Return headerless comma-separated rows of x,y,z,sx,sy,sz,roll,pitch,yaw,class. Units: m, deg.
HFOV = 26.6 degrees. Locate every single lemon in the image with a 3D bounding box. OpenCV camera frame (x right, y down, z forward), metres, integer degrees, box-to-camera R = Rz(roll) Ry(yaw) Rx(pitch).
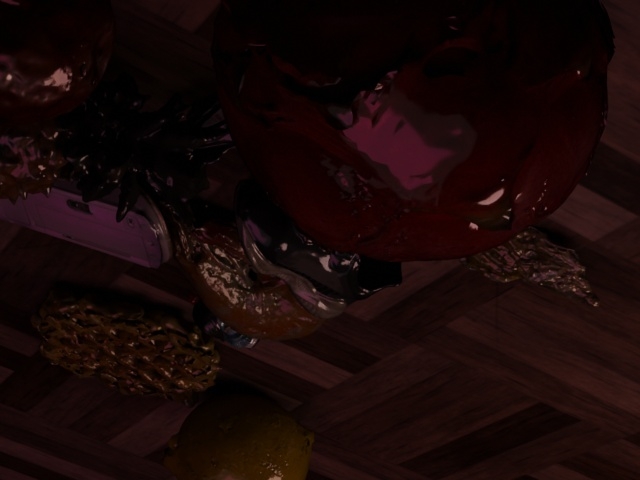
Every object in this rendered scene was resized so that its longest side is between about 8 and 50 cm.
-0.111,0.292,1.828,0.206,0.174,0.173,5,151,-14,lemon

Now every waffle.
-0.251,0.140,1.747,0.254,0.052,0.245,13,151,1,waffle

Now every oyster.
0.210,0.022,1.413,0.146,0.045,0.121,35,156,-32,oyster

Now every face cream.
-0.089,-0.120,1.292,0.083,0.021,0.040,-17,136,40,face cream

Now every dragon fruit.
0.064,-0.125,0.988,0.295,0.296,0.302,4,167,14,dragon fruit

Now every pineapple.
-0.228,-0.104,1.252,0.340,0.169,0.169,5,149,2,pineapple

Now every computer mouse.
-0.261,-0.043,1.428,0.245,0.056,0.126,17,146,20,computer mouse

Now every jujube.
-0.311,-0.192,1.099,0.290,0.197,0.197,15,150,7,jujube

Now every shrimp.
-0.089,0.027,1.504,0.154,0.062,0.294,-21,140,25,shrimp

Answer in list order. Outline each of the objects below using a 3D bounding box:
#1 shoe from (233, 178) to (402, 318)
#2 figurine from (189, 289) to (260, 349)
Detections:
0.000,0.000,1.397,0.112,0.099,0.227,-12,146,24,shoe
-0.116,0.098,1.639,0.047,0.060,0.106,-39,140,10,figurine
